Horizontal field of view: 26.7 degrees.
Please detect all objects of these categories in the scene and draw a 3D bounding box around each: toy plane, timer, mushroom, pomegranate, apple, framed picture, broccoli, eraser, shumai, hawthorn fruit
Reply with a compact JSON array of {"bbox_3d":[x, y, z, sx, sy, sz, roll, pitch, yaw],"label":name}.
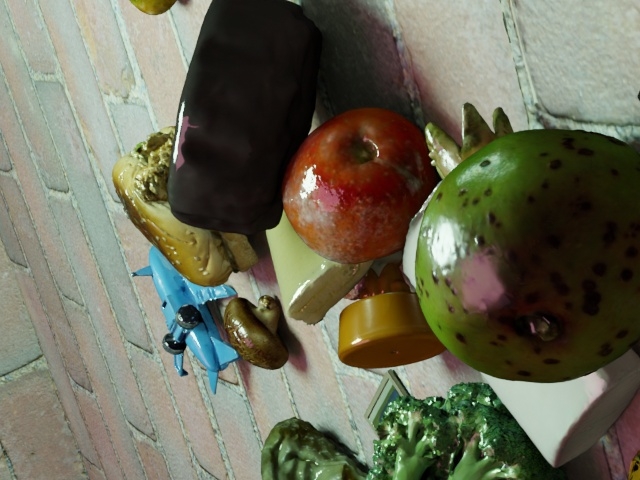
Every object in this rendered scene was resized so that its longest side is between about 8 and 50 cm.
[{"bbox_3d":[-0.224,0.117,2.253,0.271,0.105,0.254,52,139,19],"label":"toy plane"},{"bbox_3d":[0.077,0.061,1.588,0.132,0.132,0.152,127,139,-63],"label":"timer"},{"bbox_3d":[-0.097,0.140,2.023,0.126,0.085,0.109,51,153,42],"label":"mushroom"},{"bbox_3d":[0.189,-0.023,1.174,0.231,0.231,0.286,110,159,-57],"label":"pomegranate"},{"bbox_3d":[-0.234,-0.356,1.866,0.089,0.074,0.089,46,151,35],"label":"apple"},{"bbox_3d":[0.104,0.247,1.799,0.109,0.011,0.149,56,154,22],"label":"framed picture"},{"bbox_3d":[0.154,0.286,1.440,0.270,0.270,0.270,22,132,27],"label":"broccoli"},{"bbox_3d":[0.196,0.076,1.352,0.270,0.095,0.174,54,153,26],"label":"eraser"},{"bbox_3d":[0.023,0.378,1.977,0.272,0.204,0.222,-85,-11,-61],"label":"shumai"},{"bbox_3d":[0.048,-0.061,1.453,0.173,0.173,0.173,46,149,38],"label":"hawthorn fruit"}]

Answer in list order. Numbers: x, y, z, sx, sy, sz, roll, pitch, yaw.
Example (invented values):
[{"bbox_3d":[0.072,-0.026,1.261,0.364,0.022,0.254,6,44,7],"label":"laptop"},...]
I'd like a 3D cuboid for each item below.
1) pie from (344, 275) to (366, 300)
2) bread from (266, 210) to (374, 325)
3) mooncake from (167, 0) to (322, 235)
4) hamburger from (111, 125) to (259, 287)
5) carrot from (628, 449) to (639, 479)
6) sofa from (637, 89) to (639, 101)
[{"bbox_3d":[0.018,0.007,1.721,0.153,0.038,0.153,45,147,41],"label":"pie"},{"bbox_3d":[0.000,0.000,1.603,0.060,0.139,0.178,33,-153,-33],"label":"bread"},{"bbox_3d":[-0.080,-0.143,1.539,0.283,0.141,0.283,11,-90,-87],"label":"mooncake"},{"bbox_3d":[-0.197,-0.042,1.960,0.243,0.146,0.286,52,169,12],"label":"hamburger"},{"bbox_3d":[0.367,0.247,1.204,0.229,0.069,0.069,26,134,55],"label":"carrot"},{"bbox_3d":[0.298,-0.134,1.011,0.147,0.060,0.085,98,157,-50],"label":"sofa"}]
